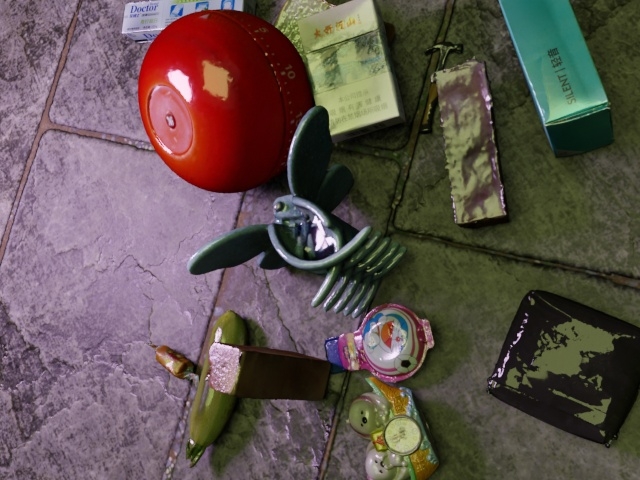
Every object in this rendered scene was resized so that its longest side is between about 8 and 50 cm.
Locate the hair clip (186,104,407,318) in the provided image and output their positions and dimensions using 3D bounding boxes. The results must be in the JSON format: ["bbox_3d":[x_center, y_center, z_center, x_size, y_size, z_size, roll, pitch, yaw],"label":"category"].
[{"bbox_3d":[0.000,0.000,1.469,0.238,0.318,0.392,41,95,23],"label":"hair clip"}]

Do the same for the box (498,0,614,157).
[{"bbox_3d":[0.430,-0.327,1.412,0.118,0.205,0.311,-21,73,20],"label":"box"}]

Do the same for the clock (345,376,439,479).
[{"bbox_3d":[0.132,0.368,1.454,0.144,0.103,0.230,-22,73,9],"label":"clock"}]

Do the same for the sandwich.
[{"bbox_3d":[0.007,-0.406,1.666,0.251,0.087,0.226,28,93,23],"label":"sandwich"}]

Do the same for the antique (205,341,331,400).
[{"bbox_3d":[-0.099,0.249,1.455,0.093,0.310,0.087,10,85,32],"label":"antique"}]

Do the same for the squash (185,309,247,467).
[{"bbox_3d":[-0.217,0.316,1.621,0.095,0.094,0.340,10,81,24],"label":"squash"}]

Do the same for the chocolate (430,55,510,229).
[{"bbox_3d":[0.301,-0.183,1.490,0.112,0.112,0.321,-11,77,22],"label":"chocolate"}]

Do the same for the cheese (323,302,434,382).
[{"bbox_3d":[0.110,0.208,1.518,0.244,0.062,0.155,-17,75,30],"label":"cheese"}]

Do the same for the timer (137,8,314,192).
[{"bbox_3d":[-0.205,-0.284,1.592,0.378,0.279,0.377,21,125,34],"label":"timer"}]

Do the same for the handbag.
[{"bbox_3d":[0.441,0.222,1.366,0.247,0.080,0.223,23,89,25],"label":"handbag"}]

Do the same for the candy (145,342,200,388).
[{"bbox_3d":[-0.319,0.270,1.692,0.182,0.053,0.046,34,87,23],"label":"candy"}]

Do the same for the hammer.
[{"bbox_3d":[0.235,-0.318,1.591,0.078,0.021,0.200,13,84,25],"label":"hammer"}]

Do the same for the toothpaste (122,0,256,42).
[{"bbox_3d":[-0.318,-0.536,1.842,0.337,0.067,0.081,2,81,24],"label":"toothpaste"}]

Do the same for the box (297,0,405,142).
[{"bbox_3d":[0.063,-0.344,1.555,0.164,0.069,0.256,-15,83,18],"label":"box"}]
